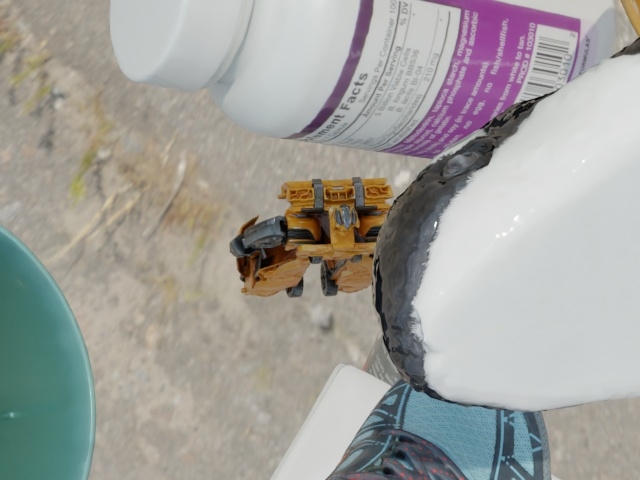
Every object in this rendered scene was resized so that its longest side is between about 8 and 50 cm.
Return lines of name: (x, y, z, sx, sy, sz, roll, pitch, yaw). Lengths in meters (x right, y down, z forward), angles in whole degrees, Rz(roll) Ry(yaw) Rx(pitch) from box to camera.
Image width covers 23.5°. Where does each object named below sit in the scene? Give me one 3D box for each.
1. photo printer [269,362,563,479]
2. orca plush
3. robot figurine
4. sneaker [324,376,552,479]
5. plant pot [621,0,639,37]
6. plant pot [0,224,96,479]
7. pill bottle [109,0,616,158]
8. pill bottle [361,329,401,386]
photo printer: (0.089, 0.272, 1.211, 0.308, 0.256, 0.107, 29, 156, 8)
orca plush: (0.131, -0.051, 0.444, 0.287, 0.102, 0.151, -37, 125, -4)
robot figurine: (0.000, 0.000, 1.627, 0.211, 0.291, 0.085, -3, 76, -11)
sneaker: (0.034, 0.129, 0.573, 0.104, 0.262, 0.125, 20, 139, 10)
plant pot: (0.286, -0.170, 0.786, 0.205, 0.205, 0.188, 39, 71, -9)
plant pot: (-0.345, 0.126, 1.085, 0.235, 0.293, 0.293, -12, 113, 46)
pill bottle: (0.026, -0.143, 0.993, 0.302, 0.169, 0.169, 6, 115, -29)
pill bottle: (0.128, 0.136, 1.567, 0.161, 0.161, 0.283, 21, 126, -2)
